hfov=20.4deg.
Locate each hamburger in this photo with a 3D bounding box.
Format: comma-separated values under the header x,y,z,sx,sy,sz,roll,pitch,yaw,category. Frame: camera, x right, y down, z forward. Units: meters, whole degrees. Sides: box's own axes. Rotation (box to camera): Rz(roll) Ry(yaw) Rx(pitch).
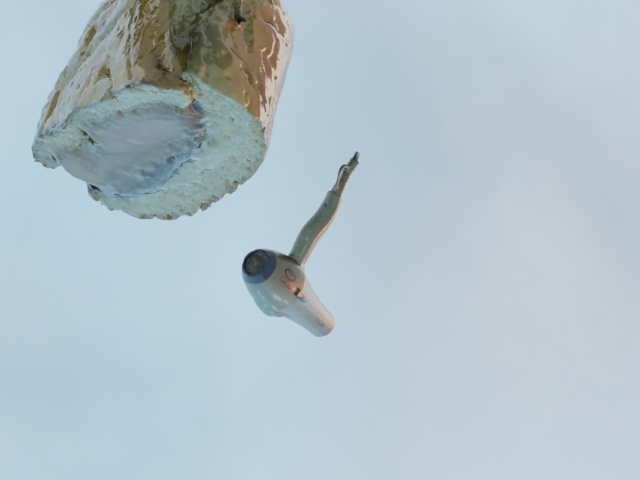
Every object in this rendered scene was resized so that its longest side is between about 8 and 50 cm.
x,y,z,sx,sy,sz,roll,pitch,yaw,category
-0.119,-0.157,1.568,0.162,0.330,0.209,28,-112,-18,hamburger

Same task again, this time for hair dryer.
x,y,z,sx,sy,sz,roll,pitch,yaw,category
0.001,0.018,1.991,0.067,0.167,0.199,24,-117,35,hair dryer
